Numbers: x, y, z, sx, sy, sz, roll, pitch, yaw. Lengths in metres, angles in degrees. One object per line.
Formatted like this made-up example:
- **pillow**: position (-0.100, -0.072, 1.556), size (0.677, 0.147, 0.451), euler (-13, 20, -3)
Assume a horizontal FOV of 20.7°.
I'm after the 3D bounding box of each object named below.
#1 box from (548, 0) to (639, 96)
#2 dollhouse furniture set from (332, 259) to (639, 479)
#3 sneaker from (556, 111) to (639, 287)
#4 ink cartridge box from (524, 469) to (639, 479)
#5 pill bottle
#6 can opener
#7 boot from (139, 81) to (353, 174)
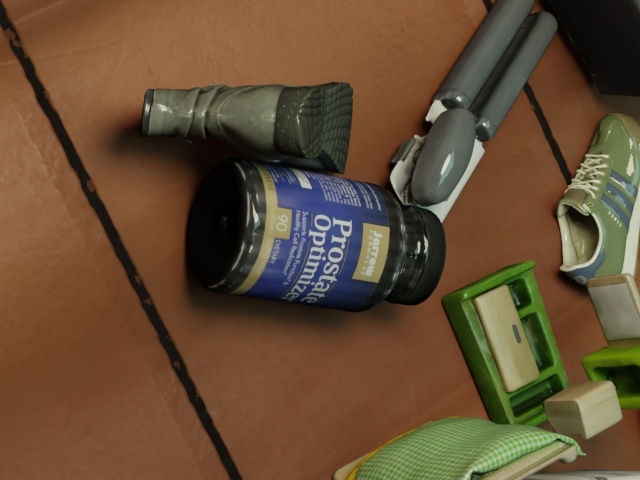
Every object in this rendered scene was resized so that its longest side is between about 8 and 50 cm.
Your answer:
- **box**: position (0.372, -0.367, 1.764), size (0.343, 0.179, 0.312), euler (-39, 109, -14)
- **dollhouse furniture set**: position (0.153, 0.134, 1.632), size (0.301, 0.197, 0.151), euler (-23, 97, -32)
- **sneaker**: position (0.286, -0.044, 1.815), size (0.086, 0.064, 0.192), euler (9, 82, -35)
- **ink cartridge box**: position (0.235, 0.266, 1.697), size (0.190, 0.139, 0.082), euler (-1, 86, -31)
- **pill bottle**: position (0.000, 0.000, 1.602), size (0.219, 0.123, 0.123), euler (9, 78, -30)
- **can opener**: position (0.163, -0.137, 1.737), size (0.076, 0.095, 0.283), euler (42, 64, -20)
- **boot**: position (-0.064, -0.112, 1.584), size (0.161, 0.246, 0.083), euler (6, 90, 14)
